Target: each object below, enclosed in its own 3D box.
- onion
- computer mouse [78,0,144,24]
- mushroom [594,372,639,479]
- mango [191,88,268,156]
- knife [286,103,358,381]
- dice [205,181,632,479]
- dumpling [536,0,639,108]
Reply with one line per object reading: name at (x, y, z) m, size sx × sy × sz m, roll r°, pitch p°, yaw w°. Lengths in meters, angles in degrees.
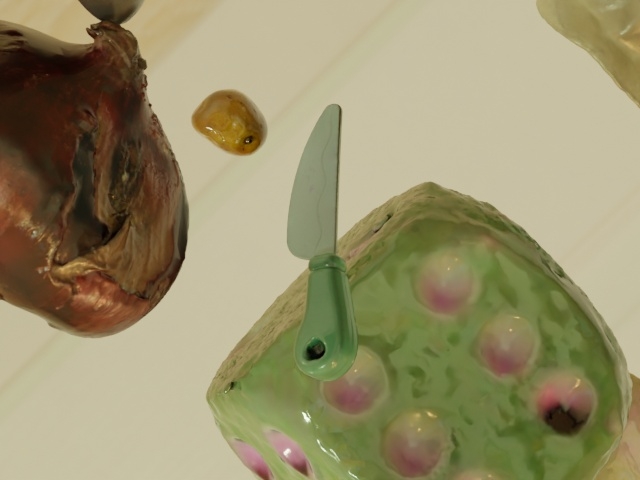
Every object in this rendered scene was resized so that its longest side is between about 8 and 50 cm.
onion at (-0.189, -0.067, 1.317) m, size 0.272 × 0.195 × 0.272 m, roll 37°, pitch -156°, yaw -20°
computer mouse at (-0.174, -0.260, 1.287) m, size 0.232 × 0.057 × 0.120 m, roll 69°, pitch -157°, yaw -44°
mushroom at (0.323, 0.262, 2.189) m, size 0.162 × 0.173 × 0.236 m, roll 48°, pitch 142°, yaw -17°
mango at (-0.092, -0.125, 1.869) m, size 0.080 × 0.060 × 0.114 m, roll 31°, pitch -171°, yaw -18°
knife at (-0.001, 0.001, 1.576) m, size 0.034 × 0.063 × 0.260 m, roll 31°, pitch -131°, yaw -46°
dice at (0.101, 0.153, 1.841) m, size 0.322 × 0.318 × 0.330 m, roll 45°, pitch 161°, yaw -4°
dumpling at (0.276, -0.233, 1.657) m, size 0.162 × 0.132 × 0.250 m, roll 14°, pitch -123°, yaw -20°
